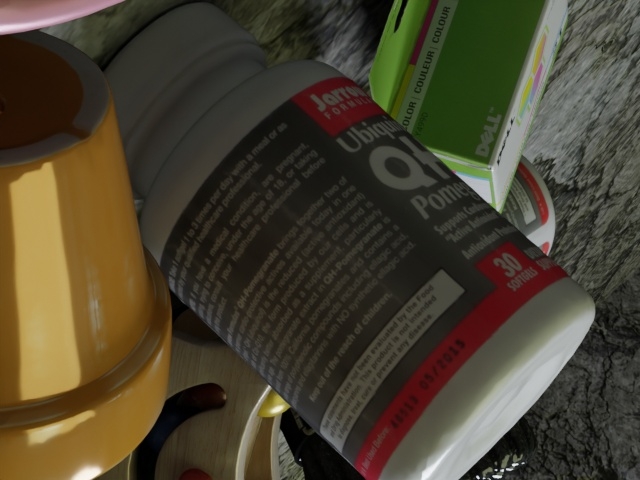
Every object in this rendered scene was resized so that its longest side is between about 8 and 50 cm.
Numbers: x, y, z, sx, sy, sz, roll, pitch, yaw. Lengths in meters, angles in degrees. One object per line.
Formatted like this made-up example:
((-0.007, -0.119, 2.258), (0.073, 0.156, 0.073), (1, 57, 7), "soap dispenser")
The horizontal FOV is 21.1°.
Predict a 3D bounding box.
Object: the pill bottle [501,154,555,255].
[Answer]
((0.087, 0.017, 1.642), (0.283, 0.161, 0.161), (-31, 158, -45), "pill bottle")

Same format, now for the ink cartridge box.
((0.117, -0.149, 1.315), (0.255, 0.097, 0.189), (63, 46, -73), "ink cartridge box")

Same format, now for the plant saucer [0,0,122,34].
((-0.094, -0.231, 0.586), (0.332, 0.084, 0.332), (-32, 146, -25), "plant saucer")

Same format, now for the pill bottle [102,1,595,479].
((0.000, 0.000, 1.072), (0.176, 0.318, 0.176), (-43, 165, -15), "pill bottle")

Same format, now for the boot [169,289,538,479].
((-0.031, 0.127, 1.300), (0.348, 0.260, 0.131), (-31, 171, 31), "boot")

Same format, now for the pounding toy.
((-0.091, 0.183, 1.169), (0.269, 0.154, 0.155), (-67, 167, 22), "pounding toy")

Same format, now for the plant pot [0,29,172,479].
((-0.175, -0.001, 0.884), (0.205, 0.205, 0.188), (-33, 143, -40), "plant pot")
